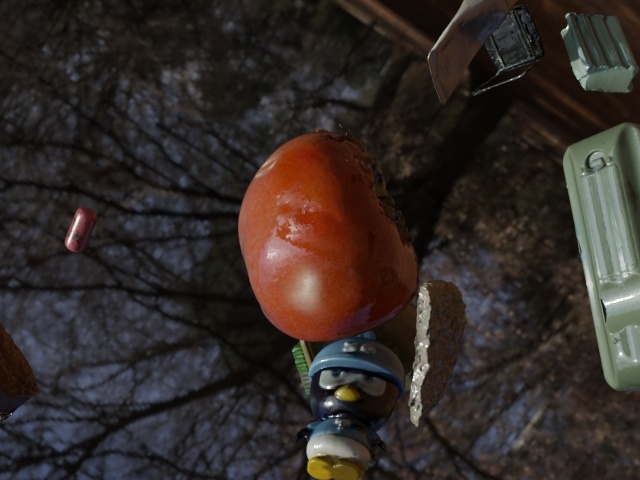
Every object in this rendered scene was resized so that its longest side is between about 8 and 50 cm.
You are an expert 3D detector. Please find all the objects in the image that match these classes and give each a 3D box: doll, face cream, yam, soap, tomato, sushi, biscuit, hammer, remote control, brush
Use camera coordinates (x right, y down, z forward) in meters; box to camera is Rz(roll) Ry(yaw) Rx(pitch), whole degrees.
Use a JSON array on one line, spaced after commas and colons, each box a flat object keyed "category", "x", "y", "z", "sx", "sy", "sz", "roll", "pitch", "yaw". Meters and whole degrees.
[{"category": "doll", "x": 0.056, "y": 0.281, "z": 1.947, "sx": 0.177, "sy": 0.141, "sz": 0.314, "roll": 7, "pitch": -134, "yaw": 9}, {"category": "face cream", "x": 0.232, "y": -0.329, "z": 1.727, "sx": 0.070, "sy": 0.224, "sz": 0.114, "roll": 23, "pitch": 156, "yaw": 32}, {"category": "yam", "x": 0.093, "y": 0.154, "z": 2.141, "sx": 0.304, "sy": 0.168, "sz": 0.168, "roll": 44, "pitch": -171, "yaw": -24}, {"category": "soap", "x": 0.566, "y": -0.384, "z": 2.236, "sx": 0.114, "sy": 0.063, "sz": 0.198, "roll": 3, "pitch": -137, "yaw": -4}, {"category": "tomato", "x": 0.000, "y": 0.000, "z": 1.761, "sx": 0.341, "sy": 0.272, "sz": 0.341, "roll": 61, "pitch": -173, "yaw": -13}, {"category": "sushi", "x": -0.602, "y": 0.217, "z": 1.893, "sx": 0.287, "sy": 0.140, "sz": 0.149, "roll": 62, "pitch": -147, "yaw": -33}, {"category": "biscuit", "x": 0.186, "y": 0.156, "z": 1.696, "sx": 0.032, "sy": 0.250, "sz": 0.133, "roll": 21, "pitch": -147, "yaw": 32}, {"category": "hammer", "x": -0.424, "y": -0.019, "z": 1.940, "sx": 0.043, "sy": 0.083, "sz": 0.043, "roll": 21, "pitch": -159, "yaw": -9}, {"category": "remote control", "x": 0.390, "y": 0.019, "z": 1.402, "sx": 0.065, "sy": 0.128, "sz": 0.335, "roll": 10, "pitch": -114, "yaw": -44}, {"category": "brush", "x": -0.037, "y": 0.185, "z": 2.175, "sx": 0.054, "sy": 0.048, "sz": 0.282, "roll": -44, "pitch": -58, "yaw": -55}]

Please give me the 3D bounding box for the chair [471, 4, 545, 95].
[{"category": "chair", "x": 0.380, "y": -0.403, "z": 2.219, "sx": 0.221, "sy": 0.145, "sz": 0.140, "roll": -33, "pitch": -79, "yaw": -48}]
